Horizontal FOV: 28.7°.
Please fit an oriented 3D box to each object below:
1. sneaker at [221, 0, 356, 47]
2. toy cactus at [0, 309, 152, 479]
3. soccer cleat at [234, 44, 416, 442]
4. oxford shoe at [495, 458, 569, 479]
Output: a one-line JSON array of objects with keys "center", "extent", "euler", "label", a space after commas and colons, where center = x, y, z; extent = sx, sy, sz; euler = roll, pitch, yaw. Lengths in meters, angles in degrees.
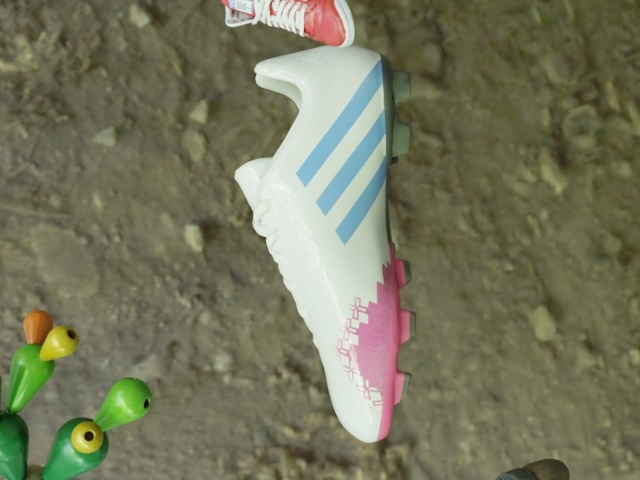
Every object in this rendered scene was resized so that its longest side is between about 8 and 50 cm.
[{"center": [-0.028, -0.167, 0.899], "extent": [0.067, 0.118, 0.042], "euler": [-15, 129, -29], "label": "sneaker"}, {"center": [-0.219, 0.148, 0.866], "extent": [0.219, 0.112, 0.180], "euler": [-19, 127, -8], "label": "toy cactus"}, {"center": [0.000, 0.000, 1.034], "extent": [0.143, 0.116, 0.331], "euler": [1, 79, -6], "label": "soccer cleat"}, {"center": [0.228, 0.326, 1.416], "extent": [0.096, 0.227, 0.083], "euler": [-20, 58, -31], "label": "oxford shoe"}]
